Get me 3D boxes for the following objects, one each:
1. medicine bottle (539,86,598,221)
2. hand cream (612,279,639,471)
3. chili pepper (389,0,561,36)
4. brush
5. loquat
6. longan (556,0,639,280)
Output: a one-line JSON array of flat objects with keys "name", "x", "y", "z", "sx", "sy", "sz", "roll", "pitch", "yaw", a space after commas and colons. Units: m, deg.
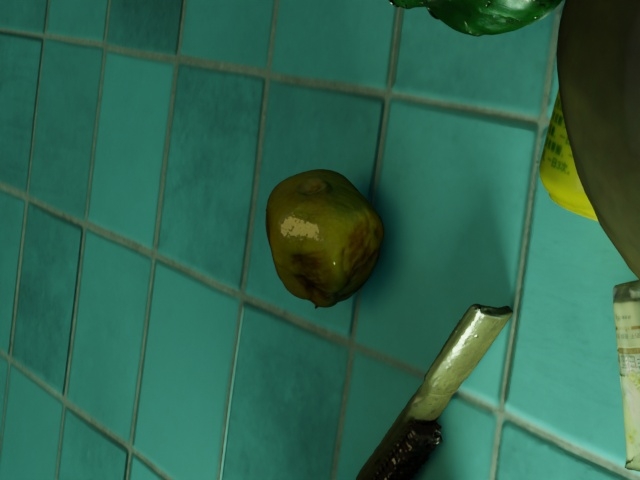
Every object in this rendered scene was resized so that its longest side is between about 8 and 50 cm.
[{"name": "medicine bottle", "x": 0.234, "y": -0.165, "z": 1.130, "sx": 0.111, "sy": 0.076, "sz": 0.309, "roll": 32, "pitch": 115, "yaw": 50}, {"name": "hand cream", "x": 0.236, "y": 0.100, "z": 1.142, "sx": 0.061, "sy": 0.039, "sz": 0.143, "roll": -8, "pitch": 84, "yaw": 57}, {"name": "chili pepper", "x": 0.144, "y": -0.269, "z": 1.220, "sx": 0.261, "sy": 0.165, "sz": 0.173, "roll": -17, "pitch": 60, "yaw": 56}, {"name": "brush", "x": 0.101, "y": 0.147, "z": 1.367, "sx": 0.036, "sy": 0.043, "sz": 0.248, "roll": 60, "pitch": 136, "yaw": 34}, {"name": "loquat", "x": 0.000, "y": 0.000, "z": 1.491, "sx": 0.137, "sy": 0.113, "sz": 0.137, "roll": 41, "pitch": 143, "yaw": 42}, {"name": "longan", "x": 0.265, "y": -0.088, "z": 0.845, "sx": 0.297, "sy": 0.297, "sz": 0.297, "roll": -11, "pitch": 78, "yaw": 59}]
